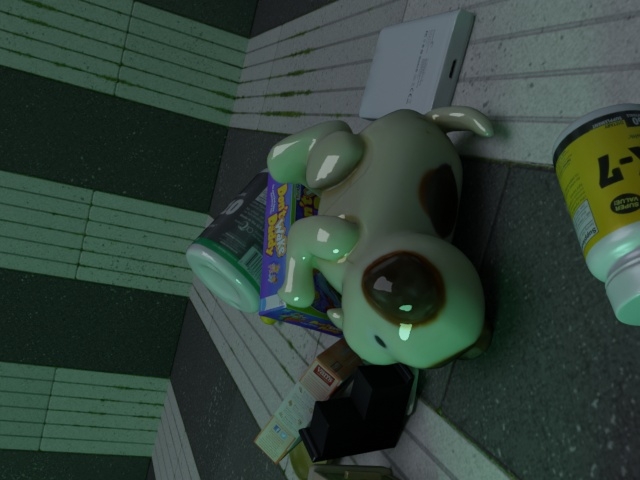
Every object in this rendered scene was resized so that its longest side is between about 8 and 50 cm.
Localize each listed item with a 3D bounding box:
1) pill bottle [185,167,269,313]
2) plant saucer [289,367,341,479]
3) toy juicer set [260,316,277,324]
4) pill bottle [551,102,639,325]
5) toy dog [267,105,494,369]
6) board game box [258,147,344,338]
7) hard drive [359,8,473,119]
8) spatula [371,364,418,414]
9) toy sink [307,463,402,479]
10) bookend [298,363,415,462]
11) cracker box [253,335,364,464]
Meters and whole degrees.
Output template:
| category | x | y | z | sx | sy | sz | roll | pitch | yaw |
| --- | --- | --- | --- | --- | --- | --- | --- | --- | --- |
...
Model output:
| category | x | y | z | sx | sy | sz | roll | pitch | yaw |
| --- | --- | --- | --- | --- | --- | --- | --- | --- | --- |
| pill bottle | -0.110 | -0.033 | 1.368 | 0.361 | 0.204 | 0.204 | -50 | 12 | -25 |
| plant saucer | -0.008 | 0.391 | 1.311 | 0.241 | 0.037 | 0.241 | -168 | 90 | -68 |
| toy juicer set | -0.138 | 0.123 | 1.701 | 0.329 | 0.089 | 0.210 | 4 | 96 | 59 |
| pill bottle | 0.323 | -0.027 | 0.628 | 0.119 | 0.119 | 0.209 | 130 | 144 | -48 |
| toy dog | 0.125 | 0.012 | 0.952 | 0.395 | 0.284 | 0.408 | -24 | 46 | 18 |
| board game box | 0.000 | 0.000 | 1.214 | 0.078 | 0.233 | 0.348 | -20 | 60 | 41 |
| hard drive | 0.178 | -0.337 | 1.222 | 0.307 | 0.040 | 0.203 | -148 | 72 | -66 |
| spatula | 0.135 | 0.183 | 1.107 | 0.168 | 0.019 | 0.242 | 156 | 123 | -69 |
| toy sink | 0.061 | 0.437 | 0.977 | 0.234 | 0.152 | 0.131 | 166 | 114 | -66 |
| bookend | 0.057 | 0.275 | 1.017 | 0.072 | 0.157 | 0.156 | -128 | 41 | -54 |
| cracker box | -0.010 | 0.290 | 1.139 | 0.067 | 0.155 | 0.232 | 40 | 115 | 15 |
